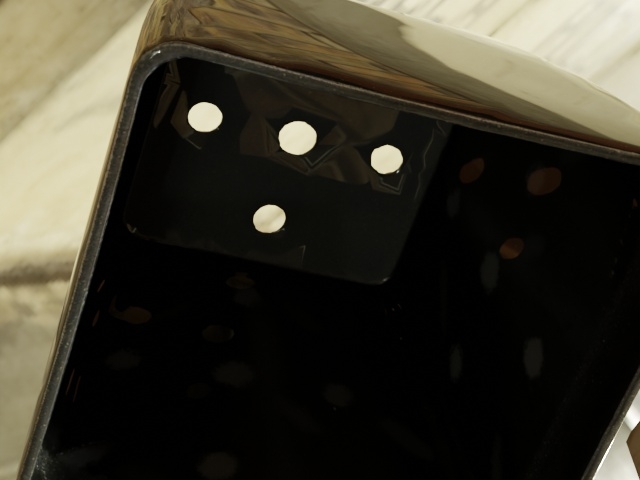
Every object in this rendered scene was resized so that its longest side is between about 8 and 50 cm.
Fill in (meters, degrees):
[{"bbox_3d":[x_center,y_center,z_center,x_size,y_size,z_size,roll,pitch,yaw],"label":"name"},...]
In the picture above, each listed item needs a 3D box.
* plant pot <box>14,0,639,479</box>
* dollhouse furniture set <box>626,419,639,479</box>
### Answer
[{"bbox_3d":[0.000,0.000,0.519,0.188,0.187,0.167,11,28,-17],"label":"plant pot"},{"bbox_3d":[0.282,-0.006,0.329,0.362,0.256,0.394,5,47,-19],"label":"dollhouse furniture set"}]
